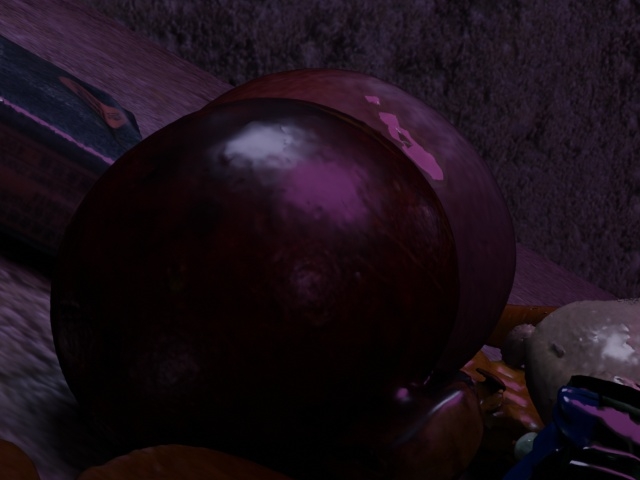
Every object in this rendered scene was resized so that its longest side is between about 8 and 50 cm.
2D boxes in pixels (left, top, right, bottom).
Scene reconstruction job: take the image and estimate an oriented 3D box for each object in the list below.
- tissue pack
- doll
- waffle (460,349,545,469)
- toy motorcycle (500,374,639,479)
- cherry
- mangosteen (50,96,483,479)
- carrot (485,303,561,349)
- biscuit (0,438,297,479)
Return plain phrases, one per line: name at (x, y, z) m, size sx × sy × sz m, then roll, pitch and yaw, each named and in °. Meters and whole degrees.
tissue pack at (-0.275, -0.106, 0.931) m, size 0.315 × 0.103 × 0.228 m, roll 29°, pitch 8°, yaw -18°
doll at (0.270, 0.139, 0.974) m, size 0.278 × 0.149 × 0.175 m, roll 44°, pitch -10°, yaw -23°
waffle at (0.199, 0.167, 1.127) m, size 0.302 × 0.068 × 0.325 m, roll 24°, pitch 9°, yaw -45°
toy motorcycle at (0.271, 0.186, 0.799) m, size 0.331 × 0.196 × 0.125 m, roll 22°, pitch 20°, yaw 3°
cherry at (0.000, 0.000, 0.936) m, size 0.261 × 0.221 × 0.307 m, roll 31°, pitch 27°, yaw 14°
mangosteen at (-0.013, 0.053, 0.688) m, size 0.257 × 0.215 × 0.215 m, roll 54°, pitch 16°, yaw 18°
carrot at (0.171, 0.078, 1.247) m, size 0.061 × 0.061 × 0.209 m, roll 23°, pitch -7°, yaw -42°
biscuit at (-0.001, 0.180, 0.438) m, size 0.350 × 0.070 × 0.394 m, roll 31°, pitch 9°, yaw 7°
